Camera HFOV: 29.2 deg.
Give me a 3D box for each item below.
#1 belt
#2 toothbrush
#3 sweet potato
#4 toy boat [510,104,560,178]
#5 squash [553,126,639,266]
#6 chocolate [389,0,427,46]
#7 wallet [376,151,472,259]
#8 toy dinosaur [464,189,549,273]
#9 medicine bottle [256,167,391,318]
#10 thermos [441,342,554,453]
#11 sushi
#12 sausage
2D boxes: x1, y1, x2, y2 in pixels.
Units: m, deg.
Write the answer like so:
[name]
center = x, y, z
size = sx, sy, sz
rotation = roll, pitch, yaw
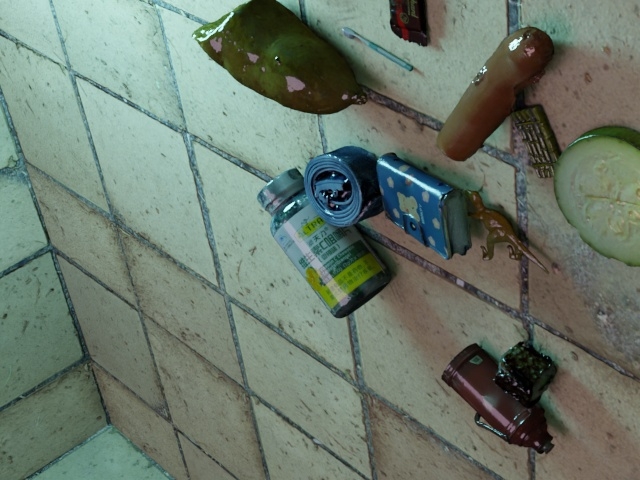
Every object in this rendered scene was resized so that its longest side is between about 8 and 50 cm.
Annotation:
[belt]
center = 0.051, -0.101, 2.269
size = 0.190, 0.082, 0.141
rotation = -2, 108, 58
[toothbrush]
center = 0.095, -0.319, 2.056
size = 0.167, 0.011, 0.014
rotation = 36, 150, 34
[sweet potato]
center = -0.063, -0.314, 2.168
size = 0.370, 0.158, 0.157
rotation = 40, 148, 20
[toy boat]
center = 0.328, -0.148, 1.853
size = 0.063, 0.016, 0.115
rotation = -4, 114, 60
[squash]
center = 0.435, -0.062, 1.760
size = 0.219, 0.041, 0.219
rotation = 34, 143, 31
[chocolate]
center = 0.131, -0.386, 1.913
size = 0.086, 0.028, 0.182
rotation = 31, 141, 35
[wallet]
center = 0.176, -0.057, 2.111
size = 0.202, 0.059, 0.141
rotation = 35, 147, 51
[toy dinosaur]
center = 0.303, -0.017, 2.007
size = 0.162, 0.039, 0.126
rotation = 16, 130, 49
[medicine bottle]
center = 0.000, 0.000, 2.390
size = 0.293, 0.141, 0.141
rotation = 53, 152, 9
[thermos]
center = 0.331, 0.293, 2.211
size = 0.232, 0.099, 0.124
rotation = 44, 148, 26
[sushi]
center = 0.349, 0.233, 2.120
size = 0.084, 0.098, 0.094
rotation = 39, 144, 29
[sausage]
center = 0.261, -0.221, 1.818
size = 0.079, 0.087, 0.326
rotation = 22, 149, -7
